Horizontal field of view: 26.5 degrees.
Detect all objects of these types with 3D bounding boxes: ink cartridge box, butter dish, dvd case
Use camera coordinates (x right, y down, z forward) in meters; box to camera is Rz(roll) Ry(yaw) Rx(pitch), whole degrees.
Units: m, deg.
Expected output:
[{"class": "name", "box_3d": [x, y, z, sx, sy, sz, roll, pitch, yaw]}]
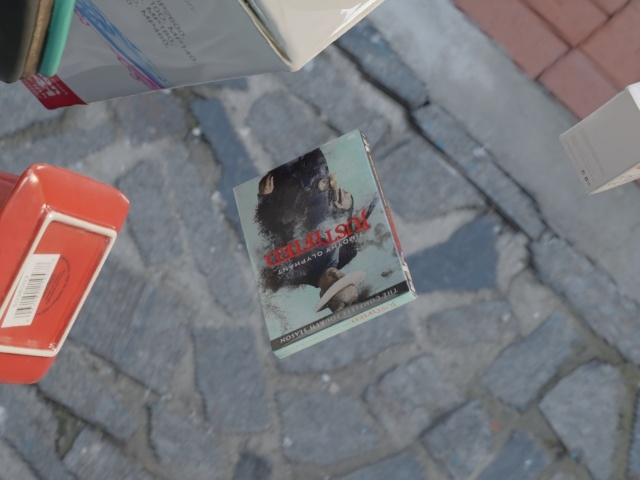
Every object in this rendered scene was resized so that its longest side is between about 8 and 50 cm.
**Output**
[{"class": "ink cartridge box", "box_3d": [-0.044, -0.183, 0.682, 0.226, 0.306, 0.131, -42, 113, -21]}, {"class": "butter dish", "box_3d": [-0.233, 0.009, 0.952, 0.118, 0.160, 0.160, 28, 91, 18]}, {"class": "dvd case", "box_3d": [0.000, 0.000, 0.775, 0.087, 0.013, 0.119, -24, 55, 13]}]

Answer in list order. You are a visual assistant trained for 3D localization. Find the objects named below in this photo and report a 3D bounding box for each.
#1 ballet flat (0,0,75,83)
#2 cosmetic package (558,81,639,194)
[{"class": "ballet flat", "box_3d": [-0.085, -0.167, 0.360, 0.096, 0.280, 0.095, 11, 40, -19]}, {"class": "cosmetic package", "box_3d": [0.319, -0.108, 1.105, 0.239, 0.099, 0.060, -19, 78, -29]}]
